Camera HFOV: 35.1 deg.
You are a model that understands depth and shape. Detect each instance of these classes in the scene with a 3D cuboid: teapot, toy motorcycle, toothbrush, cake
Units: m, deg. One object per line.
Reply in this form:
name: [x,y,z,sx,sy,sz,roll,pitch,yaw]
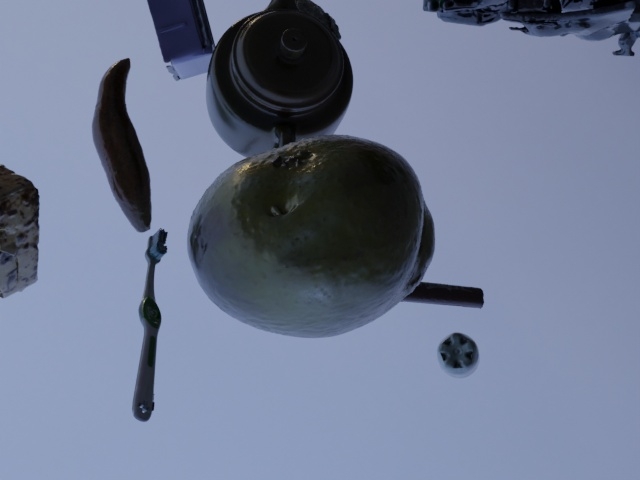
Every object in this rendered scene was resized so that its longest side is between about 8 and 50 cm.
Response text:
teapot: [-0.048,-0.196,1.266,0.185,0.175,0.268,1,-110,-10]
toy motorcycle: [0.198,-0.207,0.807,0.159,0.270,0.106,-2,-85,-64]
toothbrush: [-0.284,0.132,1.671,0.042,0.040,0.418,32,-146,-29]
cake: [-0.368,-0.026,0.943,0.246,0.135,0.112,30,-135,33]
toothbrush: [0.104,0.081,1.684,0.364,0.041,0.041,6,-139,-16]

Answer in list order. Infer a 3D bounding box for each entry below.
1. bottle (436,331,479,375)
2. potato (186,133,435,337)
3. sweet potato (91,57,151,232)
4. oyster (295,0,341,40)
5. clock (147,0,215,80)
bottle: [0.280,0.238,2.041,0.083,0.083,0.270,50,179,15]
potato: [0.000,0.000,0.789,0.251,0.174,0.159,41,-125,-71]
sweet potato: [-0.273,-0.137,1.385,0.078,0.058,0.255,1,-107,-49]
oyster: [-0.043,-0.413,2.093,0.162,0.158,0.351,62,-163,-18]
clock: [-0.199,-0.330,1.390,0.144,0.073,0.193,177,78,-88]
